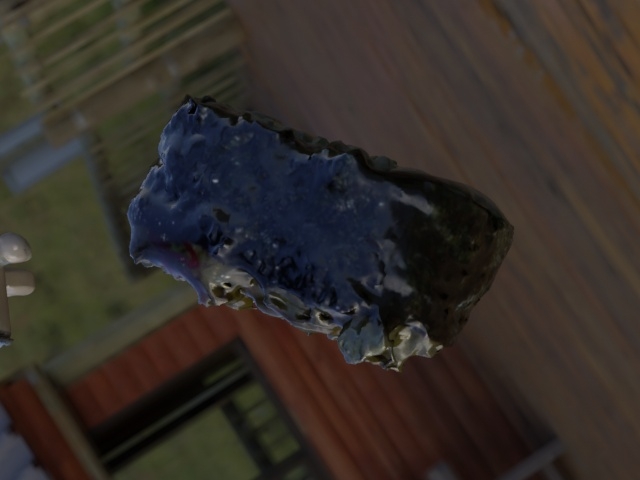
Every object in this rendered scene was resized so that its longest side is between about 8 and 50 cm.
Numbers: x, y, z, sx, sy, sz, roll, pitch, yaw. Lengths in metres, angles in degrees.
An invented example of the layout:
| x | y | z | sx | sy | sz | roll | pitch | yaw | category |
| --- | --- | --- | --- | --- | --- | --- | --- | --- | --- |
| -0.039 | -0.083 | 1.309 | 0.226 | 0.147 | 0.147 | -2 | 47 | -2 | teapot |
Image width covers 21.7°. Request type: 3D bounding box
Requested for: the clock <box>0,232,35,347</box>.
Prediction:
| x | y | z | sx | sy | sz | roll | pitch | yaw | category |
| --- | --- | --- | --- | --- | --- | --- | --- | --- | --- |
| -0.233 | 0.036 | 0.843 | 0.229 | 0.155 | 0.063 | 0 | -99 | -55 | clock |

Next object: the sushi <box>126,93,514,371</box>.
| x | y | z | sx | sy | sz | roll | pitch | yaw | category |
| --- | --- | --- | --- | --- | --- | --- | --- | --- | --- |
| 0.000 | 0.000 | 0.931 | 0.212 | 0.115 | 0.147 | 20 | -177 | 29 | sushi |
